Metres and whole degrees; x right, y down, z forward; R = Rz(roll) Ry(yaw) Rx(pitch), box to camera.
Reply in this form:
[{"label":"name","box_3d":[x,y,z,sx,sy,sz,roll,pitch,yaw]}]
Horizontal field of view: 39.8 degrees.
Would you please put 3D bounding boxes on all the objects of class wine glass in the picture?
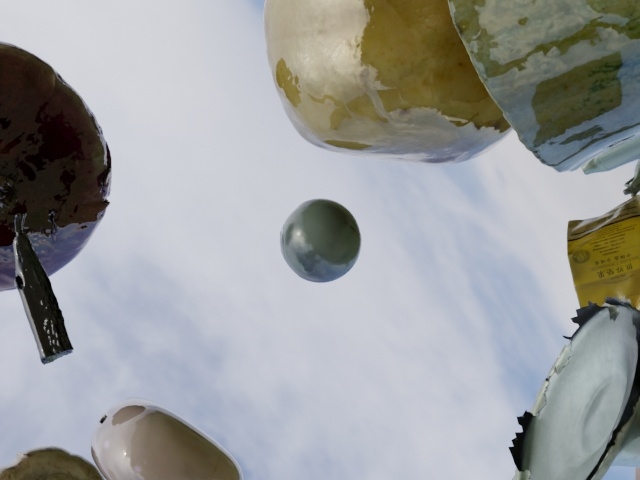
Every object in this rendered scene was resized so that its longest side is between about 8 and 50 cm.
[{"label":"wine glass","box_3d":[0.272,0.155,0.490,0.321,0.143,0.143,23,-148,-1]}]

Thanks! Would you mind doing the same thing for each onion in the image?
[{"label":"onion","box_3d":[-0.452,-0.085,1.156,0.347,0.347,0.285,43,-174,-19]}]

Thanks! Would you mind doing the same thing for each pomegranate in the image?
[{"label":"pomegranate","box_3d":[0.088,-0.228,1.025,0.332,0.332,0.333,37,-148,-28]}]

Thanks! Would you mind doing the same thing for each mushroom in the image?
[{"label":"mushroom","box_3d":[-0.323,0.321,1.032,0.166,0.127,0.166,12,-132,-14]}]

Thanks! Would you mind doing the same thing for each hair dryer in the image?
[{"label":"hair dryer","box_3d":[0.430,-0.109,1.209,0.075,0.206,0.237,52,-138,-9]}]

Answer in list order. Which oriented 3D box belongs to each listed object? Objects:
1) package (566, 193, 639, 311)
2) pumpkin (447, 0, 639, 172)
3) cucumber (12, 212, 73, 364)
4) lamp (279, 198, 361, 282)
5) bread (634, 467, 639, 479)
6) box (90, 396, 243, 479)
[{"label":"package","box_3d":[0.239,0.012,0.715,0.047,0.071,0.131,65,-155,-16]},{"label":"pumpkin","box_3d":[0.257,-0.243,0.784,0.332,0.199,0.332,22,-120,-46]},{"label":"cucumber","box_3d":[-0.303,0.051,0.936,0.039,0.043,0.163,-7,-114,-48]},{"label":"lamp","box_3d":[0.000,0.000,1.104,0.105,0.105,0.105,37,-148,-28]},{"label":"bread","box_3d":[0.411,0.303,1.039,0.114,0.077,0.189,46,-147,-18]},{"label":"box","box_3d":[-0.148,0.212,0.840,0.146,0.200,0.088,40,-106,-12]}]
